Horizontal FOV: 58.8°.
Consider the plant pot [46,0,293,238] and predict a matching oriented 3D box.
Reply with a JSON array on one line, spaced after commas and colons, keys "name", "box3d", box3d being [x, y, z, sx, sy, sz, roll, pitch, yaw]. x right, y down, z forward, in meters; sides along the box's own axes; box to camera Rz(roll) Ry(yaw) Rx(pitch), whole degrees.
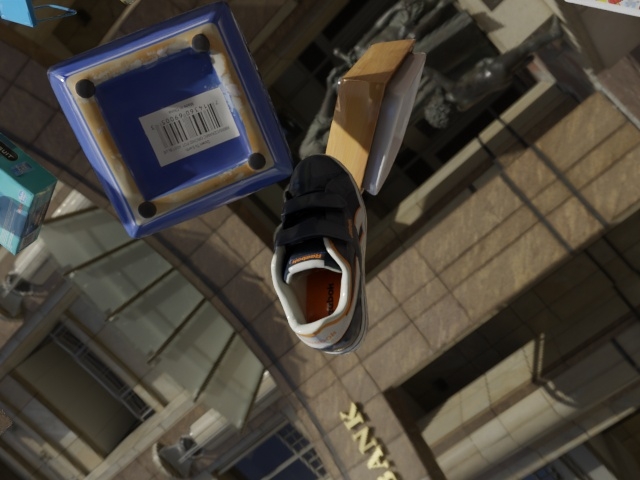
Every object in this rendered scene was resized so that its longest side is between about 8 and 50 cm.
[{"name": "plant pot", "box3d": [-0.166, -0.142, 0.686, 0.212, 0.236, 0.236, -129, 17, -74]}]

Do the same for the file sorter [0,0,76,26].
[{"name": "file sorter", "box3d": [-0.540, -0.501, 1.048, 0.118, 0.170, 0.104, 23, -138, 31]}]

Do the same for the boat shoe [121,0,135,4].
[{"name": "boat shoe", "box3d": [-0.348, -0.503, 1.035, 0.050, 0.045, 0.135, -16, -82, -61]}]

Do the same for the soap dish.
[{"name": "soap dish", "box3d": [0.103, -0.240, 1.076, 0.118, 0.229, 0.291, 19, -144, 9]}]

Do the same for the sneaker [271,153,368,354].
[{"name": "sneaker", "box3d": [0.000, 0.000, 0.830, 0.127, 0.126, 0.321, 33, -136, -60]}]

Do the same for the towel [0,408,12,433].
[{"name": "towel", "box3d": [-0.630, 0.250, 0.869, 0.187, 0.049, 0.282, -48, -60, -47]}]

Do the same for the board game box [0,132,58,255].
[{"name": "board game box", "box3d": [-0.790, -0.157, 1.311, 0.336, 0.254, 0.079, 40, -138, -5]}]

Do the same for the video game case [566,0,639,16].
[{"name": "video game case", "box3d": [0.393, -0.348, 0.595, 0.206, 0.227, 0.026, 25, -133, 25]}]
